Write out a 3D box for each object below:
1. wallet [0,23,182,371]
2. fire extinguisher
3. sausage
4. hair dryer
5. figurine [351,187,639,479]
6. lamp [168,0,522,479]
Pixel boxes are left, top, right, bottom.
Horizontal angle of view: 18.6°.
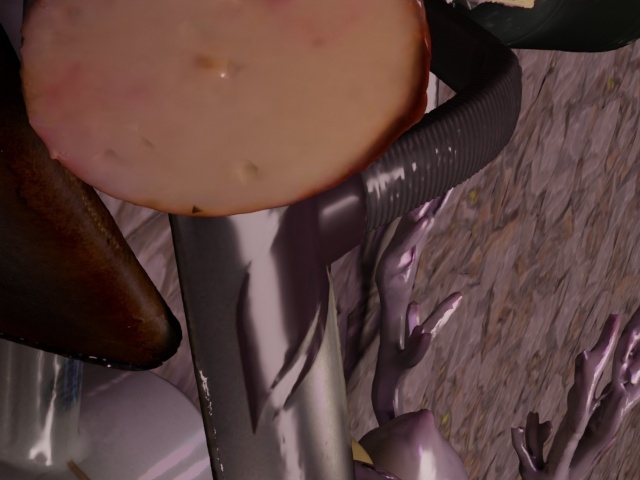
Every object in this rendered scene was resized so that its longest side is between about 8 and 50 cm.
[{"bbox_3d":[-0.126,-0.029,0.506,0.255,0.137,0.031,68,31,-63],"label":"wallet"},{"bbox_3d":[0.107,-0.141,1.030,0.311,0.095,0.114,-7,109,-67],"label":"fire extinguisher"},{"bbox_3d":[-0.035,-0.140,0.536,0.312,0.093,0.093,-99,-172,-47],"label":"sausage"},{"bbox_3d":[-0.095,-0.003,0.688,0.173,0.107,0.357,-32,134,-62],"label":"hair dryer"},{"bbox_3d":[0.060,0.111,1.046,0.284,0.206,0.315,-62,167,16],"label":"figurine"},{"bbox_3d":[0.007,0.001,0.721,0.283,0.124,0.203,-97,-171,-69],"label":"lamp"}]
